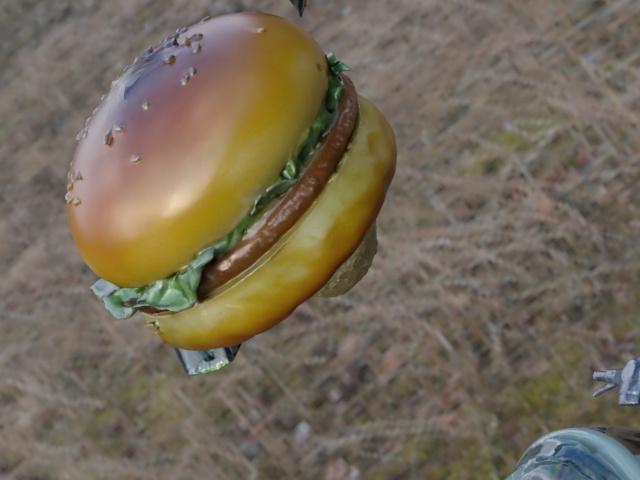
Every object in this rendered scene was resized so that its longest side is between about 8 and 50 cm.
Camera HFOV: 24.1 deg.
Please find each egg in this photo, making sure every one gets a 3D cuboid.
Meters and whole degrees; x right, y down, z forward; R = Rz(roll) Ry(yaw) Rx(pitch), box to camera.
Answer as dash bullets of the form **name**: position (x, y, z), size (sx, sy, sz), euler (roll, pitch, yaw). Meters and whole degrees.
- **egg**: position (0.000, 0.000, 1.532), size (0.140, 0.118, 0.116), euler (-54, 25, 40)

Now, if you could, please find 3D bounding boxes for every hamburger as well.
- **hamburger**: position (-0.078, -0.050, 1.032), size (0.246, 0.170, 0.246), euler (-36, 24, 19)

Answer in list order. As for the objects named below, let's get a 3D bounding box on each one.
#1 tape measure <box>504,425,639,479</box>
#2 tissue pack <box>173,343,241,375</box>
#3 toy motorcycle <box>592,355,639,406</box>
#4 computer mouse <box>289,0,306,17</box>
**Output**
- **tape measure**: position (0.295, 0.315, 1.515), size (0.262, 0.138, 0.259), euler (46, 124, 39)
- **tissue pack**: position (-0.123, 0.016, 1.653), size (0.073, 0.173, 0.235), euler (-14, 23, 16)
- **toy motorcycle**: position (0.306, 0.073, 1.076), size (0.263, 0.157, 0.091), euler (106, 169, -51)
- **computer mouse**: position (-0.030, -0.266, 1.328), size (0.047, 0.135, 0.079), euler (-17, 19, 7)
